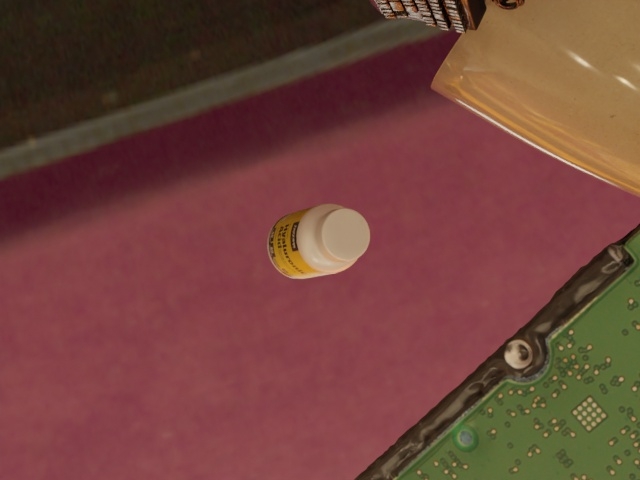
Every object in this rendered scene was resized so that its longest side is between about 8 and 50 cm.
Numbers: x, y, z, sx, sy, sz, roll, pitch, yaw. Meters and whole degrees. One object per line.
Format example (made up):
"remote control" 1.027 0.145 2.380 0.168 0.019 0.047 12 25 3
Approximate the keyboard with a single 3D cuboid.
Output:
"keyboard" 0.071 -0.157 0.862 0.108 0.023 0.180 6 177 11

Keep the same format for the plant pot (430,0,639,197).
"plant pot" 0.270 -0.134 1.056 0.274 0.256 0.256 38 119 4

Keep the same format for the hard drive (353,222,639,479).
"hard drive" 0.101 0.166 0.507 0.339 0.237 0.064 -47 166 22

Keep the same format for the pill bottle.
"pill bottle" 0.000 0.000 1.289 0.065 0.065 0.116 5 172 -24
